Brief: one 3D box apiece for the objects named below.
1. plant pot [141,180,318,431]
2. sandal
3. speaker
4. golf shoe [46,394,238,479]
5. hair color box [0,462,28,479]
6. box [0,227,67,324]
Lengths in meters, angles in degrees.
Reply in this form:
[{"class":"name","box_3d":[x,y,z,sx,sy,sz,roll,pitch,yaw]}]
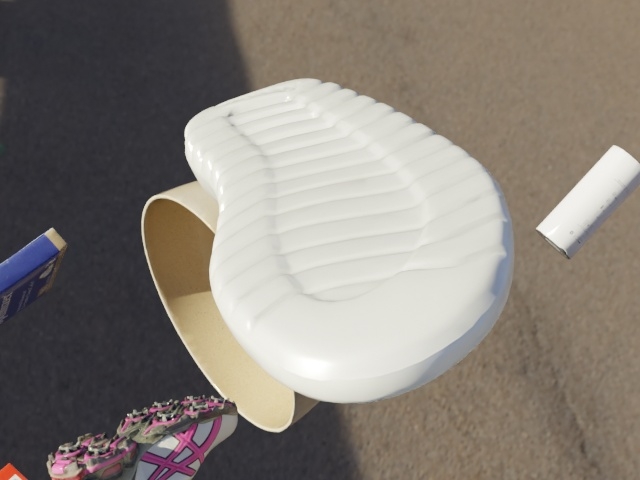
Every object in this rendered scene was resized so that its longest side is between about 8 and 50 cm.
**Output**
[{"class":"plant pot","box_3d":[-0.040,0.038,1.242,0.191,0.284,0.284,-30,52,-25]},{"class":"sandal","box_3d":[0.015,-0.005,0.710,0.169,0.102,0.416,-19,27,-3]},{"class":"speaker","box_3d":[0.317,-0.045,1.323,0.055,0.136,0.055,42,4,-3]},{"class":"golf shoe","box_3d":[-0.132,0.177,0.886,0.067,0.086,0.186,-3,11,39]},{"class":"hair color box","box_3d":[-0.370,0.340,1.404,0.072,0.141,0.043,36,58,18]},{"class":"box","box_3d":[-0.407,0.083,1.354,0.225,0.136,0.036,-38,84,-32]}]
